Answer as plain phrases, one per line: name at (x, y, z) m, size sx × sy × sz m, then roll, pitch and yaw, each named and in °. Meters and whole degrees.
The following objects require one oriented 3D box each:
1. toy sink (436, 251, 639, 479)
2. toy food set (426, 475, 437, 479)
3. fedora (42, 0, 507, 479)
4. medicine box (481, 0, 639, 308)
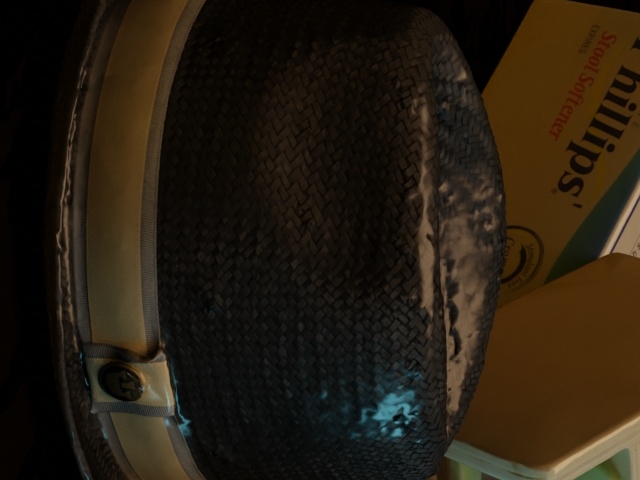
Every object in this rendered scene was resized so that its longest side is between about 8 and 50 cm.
toy sink at (0.152, 0.117, 0.984) m, size 0.234 × 0.153 × 0.131 m, roll -23°, pitch 117°, yaw -36°
toy food set at (0.052, 0.251, 1.001) m, size 0.219 × 0.092 × 0.306 m, roll 65°, pitch 11°, yaw 5°
fedora at (0.000, 0.000, 0.819) m, size 0.334 × 0.153 × 0.334 m, roll 4°, pitch 90°, yaw -71°
medicine box at (0.199, 0.021, 1.249) m, size 0.263 × 0.149 × 0.289 m, roll -60°, pitch 143°, yaw -18°
